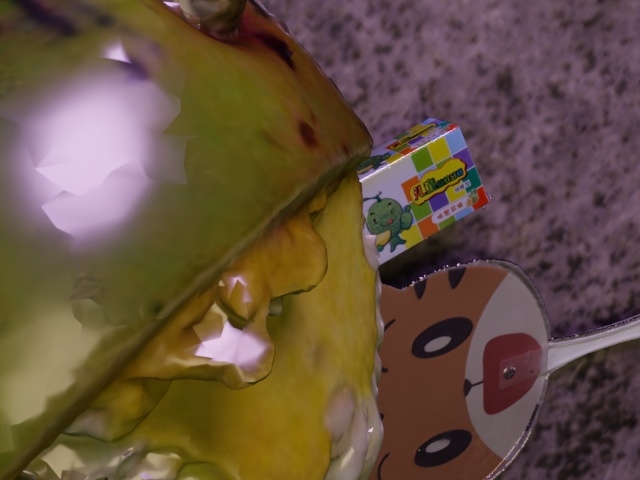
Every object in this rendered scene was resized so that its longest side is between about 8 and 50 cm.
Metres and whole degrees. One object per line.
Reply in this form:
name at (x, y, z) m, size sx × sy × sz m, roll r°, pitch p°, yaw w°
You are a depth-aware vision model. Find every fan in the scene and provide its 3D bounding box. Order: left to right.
fan at (0.097, 0.065, 0.664) m, size 0.227 × 0.008 × 0.152 m, roll -16°, pitch 120°, yaw -23°

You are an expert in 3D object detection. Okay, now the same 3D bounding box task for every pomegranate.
pomegranate at (-0.126, 0.032, 0.439) m, size 0.341 × 0.260 × 0.260 m, roll -37°, pitch 120°, yaw 20°

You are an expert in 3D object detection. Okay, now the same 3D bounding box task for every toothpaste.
toothpaste at (0.000, 0.000, 0.596) m, size 0.164 × 0.034 × 0.046 m, roll -29°, pitch 112°, yaw -13°
